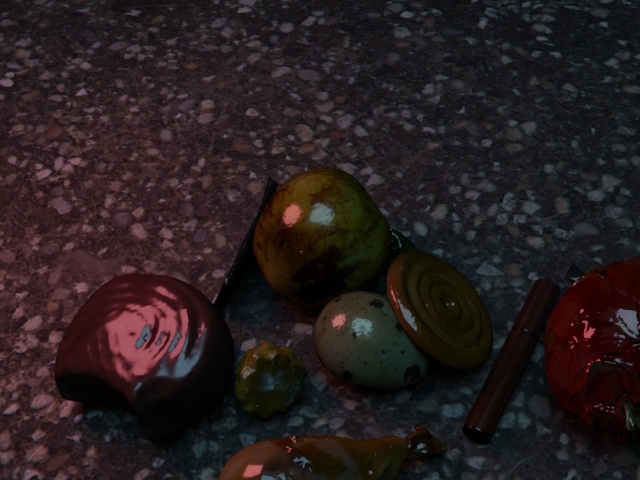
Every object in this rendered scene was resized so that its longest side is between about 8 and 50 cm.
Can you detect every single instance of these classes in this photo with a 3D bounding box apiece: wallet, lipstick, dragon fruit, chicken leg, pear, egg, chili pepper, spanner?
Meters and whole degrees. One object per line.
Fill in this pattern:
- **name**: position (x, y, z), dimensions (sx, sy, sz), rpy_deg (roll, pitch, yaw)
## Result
- **wallet**: position (-0.154, 0.011, 1.782), dimensions (0.030, 0.146, 0.285), rpy_deg (23, 58, 0)
- **lipstick**: position (0.362, 0.221, 1.618), dimensions (0.057, 0.057, 0.356), rpy_deg (23, 60, 22)
- **dragon fruit**: position (0.530, 0.181, 1.499), dimensions (0.278, 0.277, 0.342), rpy_deg (4, 56, 10)
- **chicken leg**: position (0.045, 0.441, 1.453), dimensions (0.410, 0.182, 0.295), rpy_deg (-14, 61, -24)
- **pear**: position (0.000, 0.000, 1.692), dimensions (0.284, 0.283, 0.283), rpy_deg (-3, 53, 4)
- **egg**: position (0.097, 0.192, 1.600), dimensions (0.228, 0.177, 0.177), rpy_deg (28, 59, 2)
- **chili pepper**: position (0.180, 0.064, 1.750), dimensions (0.100, 0.074, 0.257), rpy_deg (-19, 48, -19)
- **spanner**: position (0.555, 0.123, 1.696), dimensions (0.046, 0.012, 0.208), rpy_deg (-24, 55, -11)

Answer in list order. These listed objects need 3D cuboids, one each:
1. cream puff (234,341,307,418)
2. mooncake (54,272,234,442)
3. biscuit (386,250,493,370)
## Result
- **cream puff**: position (-0.101, 0.254, 1.617), dimensions (0.146, 0.146, 0.116), rpy_deg (-29, 17, -15)
- **mooncake**: position (-0.339, 0.210, 1.613), dimensions (0.334, 0.174, 0.326), rpy_deg (-30, 50, -8)
- **biscuit**: position (0.231, 0.124, 1.622), dimensions (0.262, 0.037, 0.262), rpy_deg (26, 41, -24)
